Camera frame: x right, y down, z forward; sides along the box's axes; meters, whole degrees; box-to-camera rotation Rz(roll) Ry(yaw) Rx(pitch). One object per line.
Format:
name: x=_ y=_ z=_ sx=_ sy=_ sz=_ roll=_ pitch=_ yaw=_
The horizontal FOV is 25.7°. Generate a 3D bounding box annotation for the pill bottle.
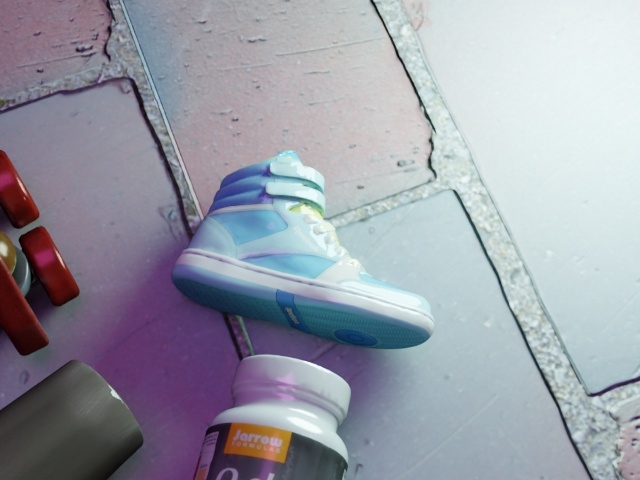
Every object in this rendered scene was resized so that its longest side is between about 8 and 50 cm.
pill bottle: x=-0.060 y=0.275 z=1.507 sx=0.162 sy=0.162 sz=0.278 roll=9 pitch=65 yaw=10

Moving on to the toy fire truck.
toy fire truck: x=-0.416 y=-0.017 z=1.634 sx=0.169 sy=0.254 sz=0.302 roll=-29 pitch=64 yaw=-9

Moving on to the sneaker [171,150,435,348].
sneaker: x=0.000 y=0.000 z=1.661 sx=0.319 sy=0.127 sz=0.208 roll=15 pitch=67 yaw=11

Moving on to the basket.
basket: x=-0.321 y=0.250 z=1.544 sx=0.227 sy=0.204 sz=0.154 roll=-40 pitch=82 yaw=-26
